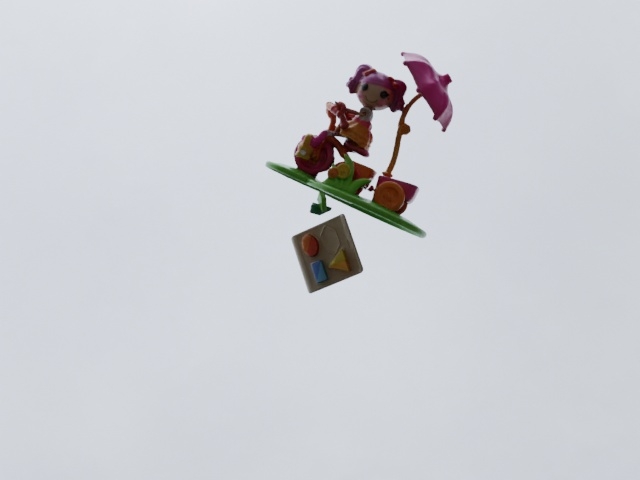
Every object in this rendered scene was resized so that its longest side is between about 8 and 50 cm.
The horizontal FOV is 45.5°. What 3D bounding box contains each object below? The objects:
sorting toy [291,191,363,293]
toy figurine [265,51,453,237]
[{"bbox_3d":[0.000,0.000,0.694,0.062,0.012,0.083,-25,-104,26],"label":"sorting toy"},{"bbox_3d":[0.055,-0.109,0.743,0.173,0.130,0.159,25,-89,11],"label":"toy figurine"}]
